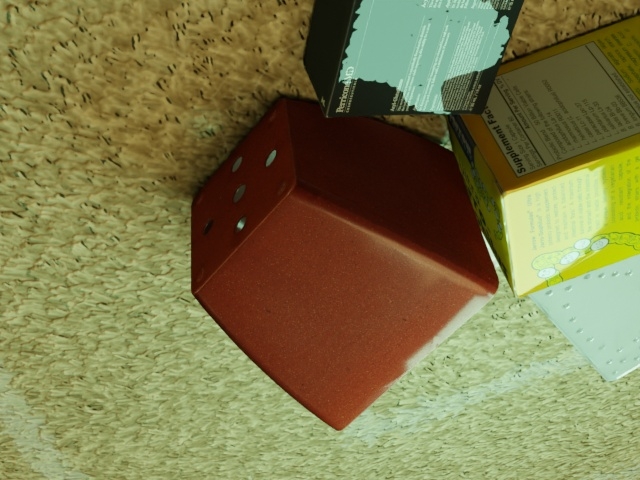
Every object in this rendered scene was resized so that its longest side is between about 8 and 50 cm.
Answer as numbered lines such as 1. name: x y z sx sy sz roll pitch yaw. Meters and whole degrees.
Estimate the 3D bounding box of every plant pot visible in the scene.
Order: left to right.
1. plant pot: 0.000 0.000 1.149 0.235 0.267 0.267 31 119 -26

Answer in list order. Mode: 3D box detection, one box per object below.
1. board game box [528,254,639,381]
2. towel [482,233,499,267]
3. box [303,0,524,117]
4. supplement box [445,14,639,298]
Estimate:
1. board game box: 0.516 0.024 1.490 0.390 0.050 0.390 -35 138 13
2. towel: 0.194 0.012 1.385 0.197 0.029 0.144 -29 138 9
3. box: 0.101 -0.254 1.018 0.184 0.103 0.261 -5 136 -21
4. supplement box: 0.348 -0.114 1.190 0.356 0.194 0.195 -20 138 0
